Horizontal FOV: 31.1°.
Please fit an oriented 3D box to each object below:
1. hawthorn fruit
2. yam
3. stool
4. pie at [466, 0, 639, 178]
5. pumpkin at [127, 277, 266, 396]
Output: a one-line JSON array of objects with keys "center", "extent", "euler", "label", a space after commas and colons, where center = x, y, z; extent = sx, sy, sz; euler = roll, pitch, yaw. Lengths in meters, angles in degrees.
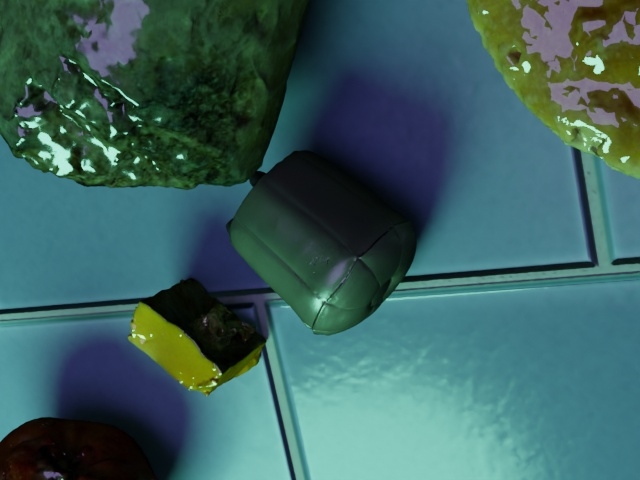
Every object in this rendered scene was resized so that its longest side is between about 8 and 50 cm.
[{"center": [-0.196, 0.220, 0.887], "extent": [0.148, 0.148, 0.172], "euler": [26, 134, 15], "label": "hawthorn fruit"}, {"center": [-0.087, -0.184, 0.675], "extent": [0.195, 0.195, 0.300], "euler": [26, 114, 15], "label": "yam"}, {"center": [0.000, 0.000, 0.750], "extent": [0.110, 0.096, 0.096], "euler": [42, 119, 14], "label": "stool"}, {"center": [0.222, -0.183, 0.597], "extent": [0.339, 0.083, 0.339], "euler": [8, 111, 20], "label": "pie"}, {"center": [-0.086, 0.067, 0.819], "extent": [0.083, 0.074, 0.054], "euler": [40, 113, 8], "label": "pumpkin"}]
